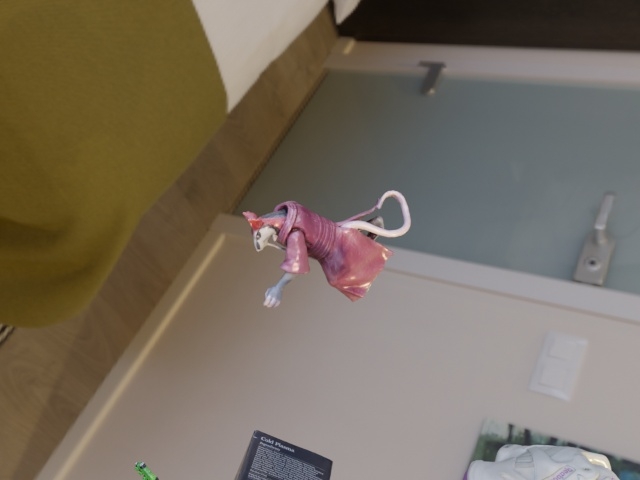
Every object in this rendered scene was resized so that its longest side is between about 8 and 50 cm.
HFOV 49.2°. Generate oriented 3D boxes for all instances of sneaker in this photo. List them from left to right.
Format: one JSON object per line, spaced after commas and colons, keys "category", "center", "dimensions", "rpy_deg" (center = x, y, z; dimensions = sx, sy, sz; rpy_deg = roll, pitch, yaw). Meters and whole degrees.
{"category": "sneaker", "center": [0.248, 0.284, 0.770], "dimensions": [0.305, 0.152, 0.114], "rpy_deg": [-4, 82, -63]}

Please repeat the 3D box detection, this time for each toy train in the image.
{"category": "toy train", "center": [-0.320, 0.450, 1.319], "dimensions": [0.083, 0.023, 0.017], "rpy_deg": [57, 34, -16]}

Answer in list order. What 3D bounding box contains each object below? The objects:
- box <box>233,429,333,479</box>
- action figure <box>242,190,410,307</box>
{"category": "box", "center": [-0.129, 0.602, 1.312], "dimensions": [0.312, 0.178, 0.343], "rpy_deg": [-71, -176, -70]}
{"category": "action figure", "center": [0.000, 0.000, 1.546], "dimensions": [0.370, 0.275, 0.248], "rpy_deg": [21, 41, -37]}
